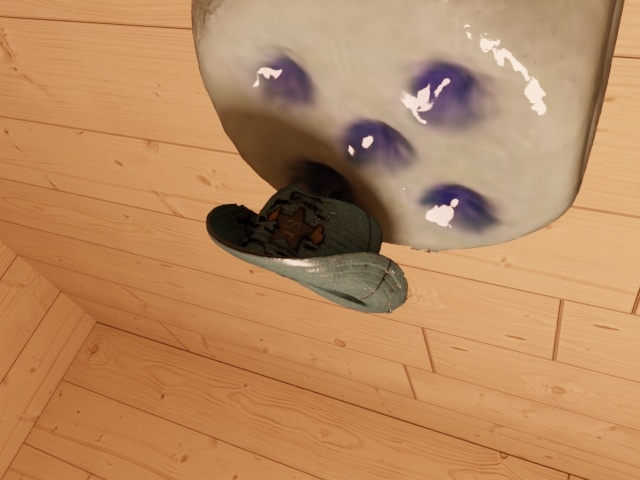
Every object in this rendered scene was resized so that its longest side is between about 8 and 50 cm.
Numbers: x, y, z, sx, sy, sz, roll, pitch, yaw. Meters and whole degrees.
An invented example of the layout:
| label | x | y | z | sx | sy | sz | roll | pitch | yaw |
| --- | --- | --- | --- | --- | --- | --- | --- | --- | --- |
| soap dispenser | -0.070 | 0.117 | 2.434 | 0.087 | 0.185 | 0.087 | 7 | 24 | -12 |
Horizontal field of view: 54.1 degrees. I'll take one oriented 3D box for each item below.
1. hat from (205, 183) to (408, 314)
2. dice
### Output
| label | x | y | z | sx | sy | sz | roll | pitch | yaw |
| --- | --- | --- | --- | --- | --- | --- | --- | --- | --- |
| hat | 0.000 | 0.000 | 0.479 | 0.138 | 0.078 | 0.191 | 22 | 175 | 27 |
| dice | 0.083 | -0.170 | 0.478 | 0.264 | 0.268 | 0.263 | 13 | 150 | 24 |
